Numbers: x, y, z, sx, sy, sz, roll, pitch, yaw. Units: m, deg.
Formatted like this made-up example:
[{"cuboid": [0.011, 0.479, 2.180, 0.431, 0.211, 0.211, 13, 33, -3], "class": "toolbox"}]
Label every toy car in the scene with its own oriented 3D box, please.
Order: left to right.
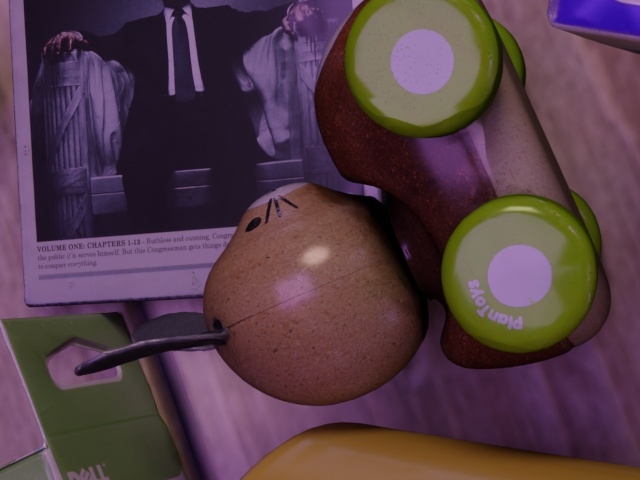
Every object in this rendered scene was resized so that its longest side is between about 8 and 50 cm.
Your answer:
[{"cuboid": [0.000, 0.000, 0.611, 0.188, 0.155, 0.149, -25, 89, 11], "class": "toy car"}]

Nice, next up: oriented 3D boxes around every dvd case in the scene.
[{"cuboid": [-0.055, -0.094, 0.725, 0.179, 0.029, 0.239, -4, 89, 22], "class": "dvd case"}]

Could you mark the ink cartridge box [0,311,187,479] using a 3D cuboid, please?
[{"cuboid": [-0.095, 0.139, 0.697, 0.062, 0.109, 0.209, -26, 80, 20], "class": "ink cartridge box"}]

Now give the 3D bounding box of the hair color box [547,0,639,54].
[{"cuboid": [0.261, -0.082, 0.507, 0.338, 0.185, 0.110, 12, 97, 22], "class": "hair color box"}]

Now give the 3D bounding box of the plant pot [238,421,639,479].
[{"cuboid": [0.076, 0.175, 0.565, 0.239, 0.254, 0.254, 19, 97, 37], "class": "plant pot"}]
